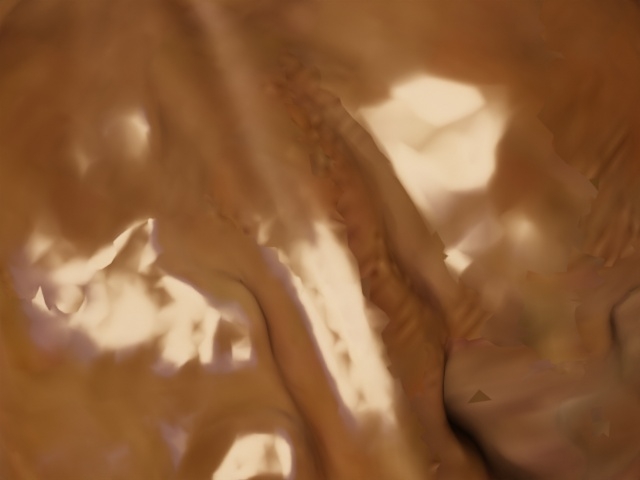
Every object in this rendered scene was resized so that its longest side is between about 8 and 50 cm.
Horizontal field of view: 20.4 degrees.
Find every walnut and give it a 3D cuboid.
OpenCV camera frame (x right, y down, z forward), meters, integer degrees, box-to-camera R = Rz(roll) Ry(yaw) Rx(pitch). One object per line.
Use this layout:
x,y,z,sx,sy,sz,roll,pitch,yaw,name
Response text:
0.003,-0.001,0.517,0.273,0.227,0.273,10,129,13,walnut
